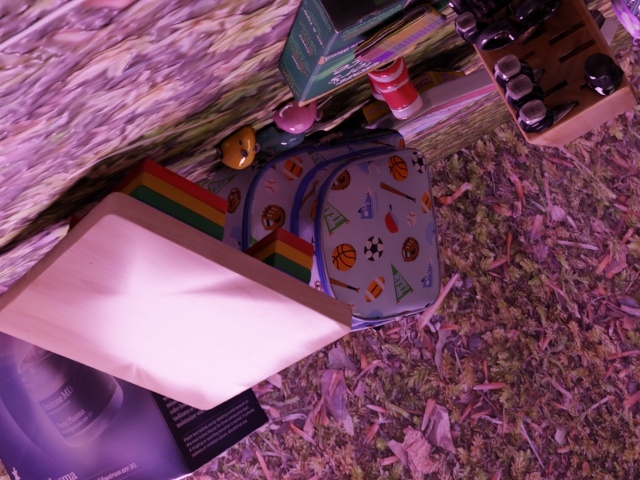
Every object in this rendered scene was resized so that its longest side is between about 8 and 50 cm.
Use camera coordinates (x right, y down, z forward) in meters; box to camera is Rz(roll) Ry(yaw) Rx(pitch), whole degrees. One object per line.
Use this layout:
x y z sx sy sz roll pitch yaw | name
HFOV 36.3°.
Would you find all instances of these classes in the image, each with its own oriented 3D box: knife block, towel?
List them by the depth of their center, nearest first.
0.056 -0.139 0.662 0.060 0.009 0.083 -31 178 19 | towel
0.194 -0.122 0.775 0.088 0.276 0.242 -29 -141 20 | knife block

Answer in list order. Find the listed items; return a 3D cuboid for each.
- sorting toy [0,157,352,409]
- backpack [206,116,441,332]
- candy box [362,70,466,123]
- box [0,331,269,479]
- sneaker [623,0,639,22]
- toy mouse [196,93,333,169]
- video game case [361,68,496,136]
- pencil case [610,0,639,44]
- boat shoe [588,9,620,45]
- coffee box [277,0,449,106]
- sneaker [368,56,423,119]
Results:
-0.144 0.047 0.948 0.255 0.257 0.089 -34 -141 42 | sorting toy
0.000 0.000 1.126 0.263 0.276 0.213 -13 -175 -31 | backpack
0.136 -0.198 1.340 0.105 0.027 0.206 -25 180 22 | candy box
-0.278 0.177 1.238 0.296 0.294 0.182 -30 176 31 | box
0.456 -0.328 1.079 0.283 0.122 0.110 -29 179 6 | sneaker
-0.035 -0.114 0.998 0.143 0.031 0.161 -28 178 -32 | toy mouse
0.123 -0.163 1.312 0.204 0.025 0.285 -25 180 -37 | video game case
0.540 -0.382 1.472 0.206 0.088 0.086 -31 177 33 | pencil case
0.354 -0.281 1.402 0.305 0.091 0.109 -31 145 -81 | boat shoe
0.035 -0.156 0.693 0.113 0.040 0.184 -29 178 -12 | coffee box
0.064 -0.170 0.973 0.042 0.067 0.118 -31 -152 2 | sneaker
